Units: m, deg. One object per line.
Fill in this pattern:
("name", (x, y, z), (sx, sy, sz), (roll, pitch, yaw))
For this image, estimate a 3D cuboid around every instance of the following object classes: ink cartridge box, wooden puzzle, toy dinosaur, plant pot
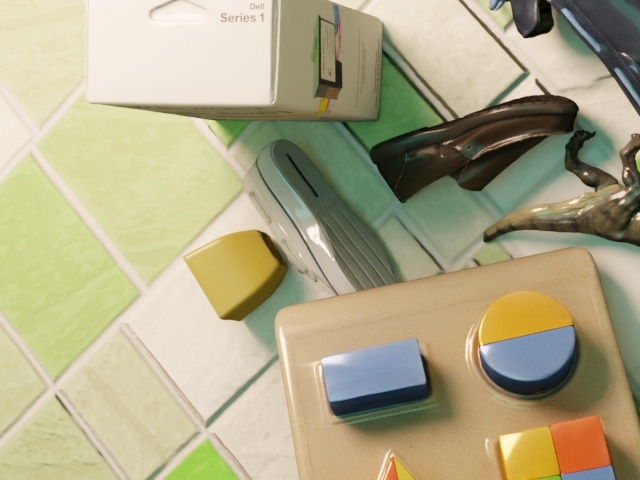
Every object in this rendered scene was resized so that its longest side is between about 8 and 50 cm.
("ink cartridge box", (-0.079, -0.181, 1.372), (0.201, 0.278, 0.117), (3, 92, 22))
("wooden puzzle", (0.132, 0.173, 1.281), (0.322, 0.080, 0.348), (-12, 61, 3))
("toy dinosaur", (0.284, -0.047, 1.352), (0.268, 0.064, 0.118), (3, 100, 25))
("plant pot", (-0.084, 0.031, 1.491), (0.083, 0.081, 0.081), (-34, 79, 9))

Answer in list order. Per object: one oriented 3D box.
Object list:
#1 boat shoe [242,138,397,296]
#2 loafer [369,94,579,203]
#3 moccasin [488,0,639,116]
("boat shoe", (0.000, 0.000, 1.465), (0.076, 0.083, 0.226), (-43, 73, 41))
("loafer", (0.161, -0.091, 1.396), (0.220, 0.080, 0.078), (-15, 96, 27))
("moccasin", (0.226, -0.239, 1.327), (0.342, 0.138, 0.117), (43, 110, 16))
